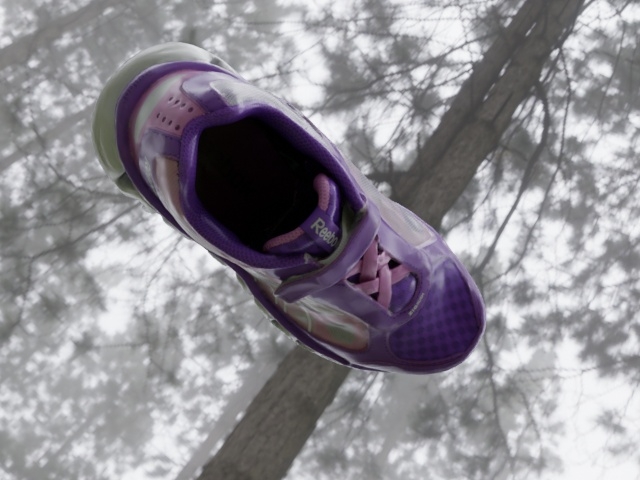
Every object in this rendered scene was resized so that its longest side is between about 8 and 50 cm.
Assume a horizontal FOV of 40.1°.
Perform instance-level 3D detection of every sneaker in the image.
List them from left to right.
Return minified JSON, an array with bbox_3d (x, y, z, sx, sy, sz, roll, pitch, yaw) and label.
[{"bbox_3d":[0.000,0.000,0.421,0.236,0.095,0.104,38,-6,-24],"label":"sneaker"}]
